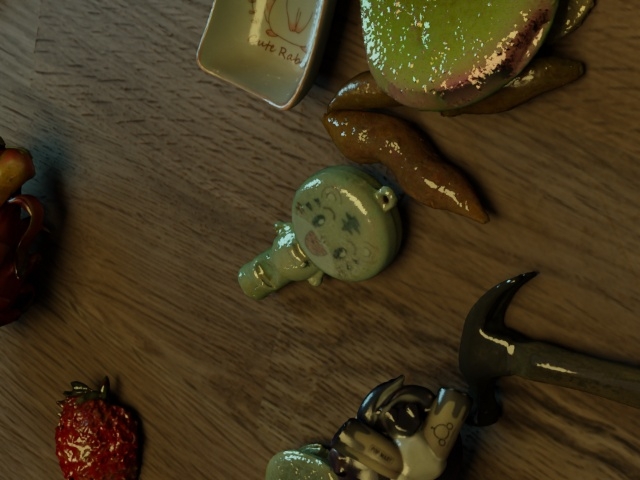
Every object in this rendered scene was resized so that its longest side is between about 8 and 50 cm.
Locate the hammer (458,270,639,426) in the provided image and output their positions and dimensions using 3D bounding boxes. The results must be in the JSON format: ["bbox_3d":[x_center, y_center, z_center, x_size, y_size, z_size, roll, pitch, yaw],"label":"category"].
[{"bbox_3d":[0.319,0.142,1.088,0.440,0.044,0.168,14,110,36],"label":"hammer"}]

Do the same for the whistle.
[{"bbox_3d":[0.000,0.000,1.307,0.258,0.067,0.126,-33,91,44],"label":"whistle"}]

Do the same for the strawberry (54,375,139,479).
[{"bbox_3d":[-0.308,0.280,1.612,0.140,0.085,0.192,39,123,25],"label":"strawberry"}]

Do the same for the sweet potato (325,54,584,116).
[{"bbox_3d":[0.120,-0.151,1.171,0.274,0.067,0.067,-2,99,35],"label":"sweet potato"}]

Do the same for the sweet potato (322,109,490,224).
[{"bbox_3d":[0.088,-0.083,1.222,0.218,0.051,0.065,34,116,28],"label":"sweet potato"}]

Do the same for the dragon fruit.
[{"bbox_3d":[-0.467,0.013,1.604,0.307,0.227,0.243,-25,85,27],"label":"dragon fruit"}]

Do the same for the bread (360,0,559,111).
[{"bbox_3d":[0.121,-0.231,1.128,0.228,0.033,0.228,-9,76,37],"label":"bread"}]

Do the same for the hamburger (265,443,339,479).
[{"bbox_3d":[-0.001,0.299,1.375,0.140,0.062,0.133,3,97,41],"label":"hamburger"}]

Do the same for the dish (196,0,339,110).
[{"bbox_3d":[-0.039,-0.258,1.271,0.151,0.077,0.212,31,118,33],"label":"dish"}]

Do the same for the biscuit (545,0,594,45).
[{"bbox_3d":[0.201,-0.240,1.116,0.120,0.015,0.120,10,105,38],"label":"biscuit"}]

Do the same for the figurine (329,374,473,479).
[{"bbox_3d":[0.089,0.223,1.220,0.145,0.145,0.222,52,167,19],"label":"figurine"}]
